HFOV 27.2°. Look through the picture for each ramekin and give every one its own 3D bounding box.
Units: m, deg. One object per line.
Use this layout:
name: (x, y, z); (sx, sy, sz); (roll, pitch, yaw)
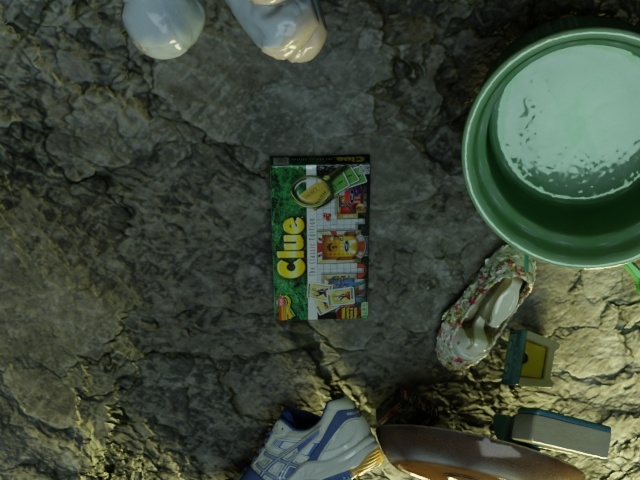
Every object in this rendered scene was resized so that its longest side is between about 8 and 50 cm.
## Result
ramekin: (0.326, -0.131, 1.626); (0.303, 0.148, 0.303); (2, 113, 6)

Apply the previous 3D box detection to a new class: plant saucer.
plant saucer: (0.227, 0.332, 1.923); (0.310, 0.050, 0.310); (13, 164, 4)

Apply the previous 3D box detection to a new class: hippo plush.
hippo plush: (-0.140, -0.304, 1.468); (0.236, 0.234, 0.294); (-16, 124, 8)

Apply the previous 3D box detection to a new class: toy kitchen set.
toy kitchen set: (0.301, 0.202, 1.821); (0.122, 0.207, 0.166); (15, 79, -21)

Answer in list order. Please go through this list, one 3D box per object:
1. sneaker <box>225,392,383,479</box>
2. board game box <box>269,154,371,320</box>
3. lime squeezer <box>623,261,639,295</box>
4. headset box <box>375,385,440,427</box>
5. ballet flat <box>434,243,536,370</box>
sneaker: (-0.042, 0.320, 1.999); (0.296, 0.112, 0.131); (-26, 84, 30)
board game box: (0.000, 0.000, 1.810); (0.136, 0.030, 0.260); (-1, 125, 1)
lime squeezer: (0.510, 0.037, 1.853); (0.310, 0.059, 0.110); (5, 94, -4)
headset box: (0.128, 0.262, 1.994); (0.083, 0.032, 0.062); (31, 118, -20)
ballet flat: (0.230, 0.108, 1.865); (0.091, 0.077, 0.241); (16, 123, -14)
